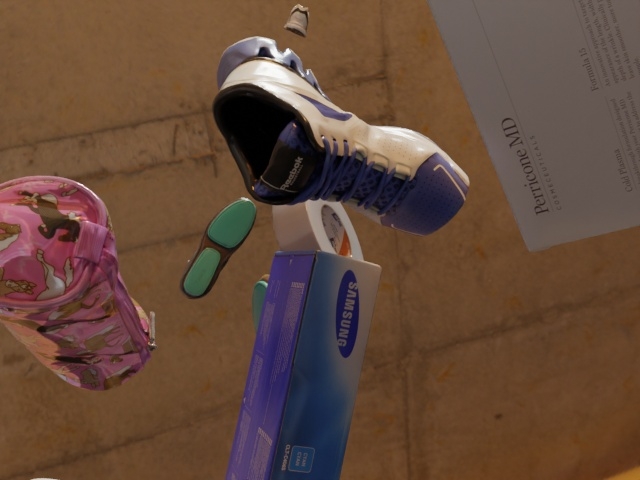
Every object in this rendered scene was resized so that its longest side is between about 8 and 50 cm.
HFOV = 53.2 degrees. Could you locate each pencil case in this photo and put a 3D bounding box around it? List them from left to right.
[{"bbox_3d":[-0.311,0.073,0.800,0.167,0.160,0.386,-27,-20,-17],"label":"pencil case"}]

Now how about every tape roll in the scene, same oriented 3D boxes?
[{"bbox_3d":[0.000,0.000,1.168,0.072,0.219,0.219,-24,-58,21],"label":"tape roll"}]

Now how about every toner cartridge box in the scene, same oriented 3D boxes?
[{"bbox_3d":[-0.032,0.187,0.670,0.075,0.165,0.348,14,-95,-18],"label":"toner cartridge box"}]

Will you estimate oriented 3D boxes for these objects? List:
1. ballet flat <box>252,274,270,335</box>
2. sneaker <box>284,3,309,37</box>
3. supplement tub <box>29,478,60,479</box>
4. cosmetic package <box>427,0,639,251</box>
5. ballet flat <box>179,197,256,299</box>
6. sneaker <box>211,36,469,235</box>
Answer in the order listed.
[{"bbox_3d":[-0.038,0.224,1.075,0.123,0.123,0.349,-8,-88,-17],"label":"ballet flat"},{"bbox_3d":[-0.034,-0.357,1.038,0.040,0.109,0.044,18,-78,-12],"label":"sneaker"},{"bbox_3d":[-0.443,0.503,1.028,0.144,0.200,0.144,6,-36,4],"label":"supplement tub"},{"bbox_3d":[0.215,-0.201,0.421,0.284,0.097,0.377,-17,-70,30],"label":"cosmetic package"},{"bbox_3d":[-0.184,0.014,1.127,0.074,0.074,0.203,40,-108,-29],"label":"ballet flat"},{"bbox_3d":[0.006,-0.080,0.691,0.315,0.182,0.127,31,-59,-11],"label":"sneaker"}]
